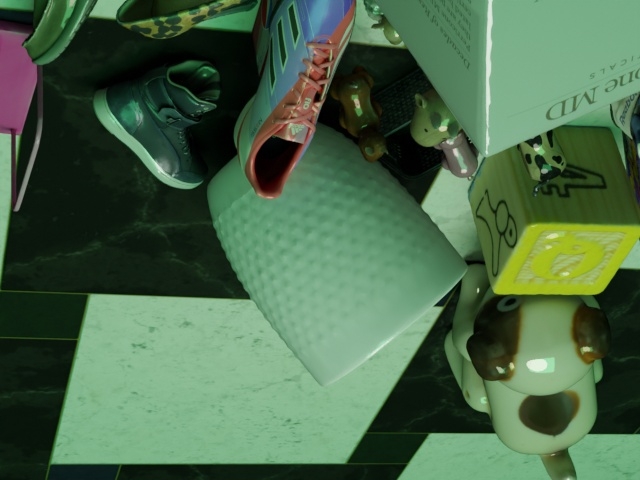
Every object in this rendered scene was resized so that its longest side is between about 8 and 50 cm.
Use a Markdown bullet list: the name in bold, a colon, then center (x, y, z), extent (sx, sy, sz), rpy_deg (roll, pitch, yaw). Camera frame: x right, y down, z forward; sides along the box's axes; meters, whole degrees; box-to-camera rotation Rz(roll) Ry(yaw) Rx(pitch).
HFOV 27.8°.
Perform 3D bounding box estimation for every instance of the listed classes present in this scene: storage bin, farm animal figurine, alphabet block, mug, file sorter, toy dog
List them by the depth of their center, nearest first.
- **file sorter**: center (-0.509, -0.162, 1.648), extent (0.291, 0.182, 0.202), rpy_deg (7, 142, -22)
- **farm animal figurine**: center (0.189, -0.200, 1.665), extent (0.330, 0.172, 0.326), rpy_deg (6, 120, -13)
- **storage bin**: center (0.163, -0.180, 1.866), extent (0.180, 0.084, 0.122), rpy_deg (-28, 141, 27)
- **mug**: center (0.000, 0.000, 1.899), extent (0.276, 0.328, 0.374), rpy_deg (-39, 180, -6)
- **alphabet block**: center (0.359, -0.046, 2.003), extent (0.194, 0.197, 0.192), rpy_deg (0, 145, -13)
- **toy dog**: center (0.350, 0.198, 2.202), extent (0.285, 0.395, 0.408), rpy_deg (-3, 155, 7)

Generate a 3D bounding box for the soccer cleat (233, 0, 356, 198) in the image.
- **soccer cleat**: center (-0.027, -0.191, 1.614), extent (0.109, 0.116, 0.318), rpy_deg (8, 134, -21)

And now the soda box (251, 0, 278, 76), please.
- **soda box**: center (-0.015, -0.320, 1.623), extent (0.092, 0.083, 0.263), rpy_deg (2, 143, -17)

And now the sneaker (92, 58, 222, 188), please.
- **sneaker**: center (-0.184, -0.162, 1.808), extent (0.163, 0.086, 0.226), rpy_deg (-22, 142, 22)

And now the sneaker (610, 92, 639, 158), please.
- **sneaker**: center (0.470, -0.271, 1.776), extent (0.128, 0.182, 0.315), rpy_deg (8, 113, -27)

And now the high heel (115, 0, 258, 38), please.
- **high heel**: center (-0.130, -0.319, 1.511), extent (0.186, 0.093, 0.261), rpy_deg (-18, 166, -27)

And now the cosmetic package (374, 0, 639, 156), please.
- **cosmetic package**: center (0.234, -0.371, 1.334), extent (0.329, 0.327, 0.393), rpy_deg (-24, 147, -10)

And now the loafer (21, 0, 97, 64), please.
- **loafer**: center (-0.305, -0.321, 1.568), extent (0.087, 0.094, 0.251), rpy_deg (32, 123, -12)

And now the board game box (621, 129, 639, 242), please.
- **board game box**: center (0.541, -0.049, 2.009), extent (0.078, 0.233, 0.347), rpy_deg (-15, 145, 8)
